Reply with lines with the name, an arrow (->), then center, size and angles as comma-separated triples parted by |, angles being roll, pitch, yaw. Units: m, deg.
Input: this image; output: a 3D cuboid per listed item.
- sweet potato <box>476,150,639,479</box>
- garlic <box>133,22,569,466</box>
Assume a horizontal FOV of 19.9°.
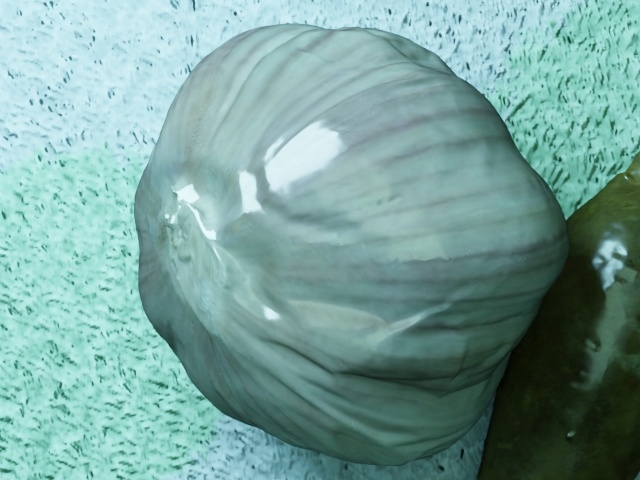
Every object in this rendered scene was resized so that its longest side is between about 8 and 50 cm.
sweet potato -> 0.164, 0.138, 1.281 | 0.131, 0.130, 0.422 | 26, 94, 7
garlic -> 0.000, 0.000, 1.229 | 0.317, 0.259, 0.317 | 5, 97, 39
